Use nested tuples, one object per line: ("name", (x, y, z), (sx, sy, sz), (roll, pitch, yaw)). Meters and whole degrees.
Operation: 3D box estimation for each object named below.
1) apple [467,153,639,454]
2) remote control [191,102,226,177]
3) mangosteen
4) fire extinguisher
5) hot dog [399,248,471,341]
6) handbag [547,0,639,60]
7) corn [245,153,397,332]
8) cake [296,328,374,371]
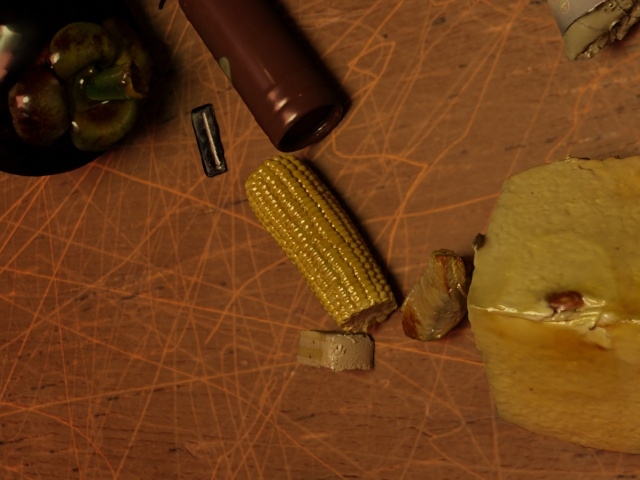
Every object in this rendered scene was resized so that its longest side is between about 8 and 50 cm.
("apple", (0.317, 0.071, 1.580), (0.309, 0.252, 0.314), (3, 94, 21))
("remote control", (-0.150, -0.132, 2.065), (0.039, 0.014, 0.096), (-16, 86, 38))
("mangosteen", (-0.372, -0.215, 2.042), (0.297, 0.297, 0.313), (-54, 24, 29))
("fire extinguisher", (-0.112, -0.260, 1.965), (0.138, 0.102, 0.344), (-48, 66, 33))
("hot dog", (0.146, 0.063, 1.825), (0.078, 0.061, 0.169), (63, 152, 23))
("handbag", (0.289, -0.286, 1.661), (0.117, 0.095, 0.173), (-34, 66, 41))
("corn", (0.000, 0.000, 1.914), (0.244, 0.093, 0.093), (53, 123, 18))
("cake", (0.002, 0.135, 1.952), (0.121, 0.065, 0.052), (1, 93, 45))
